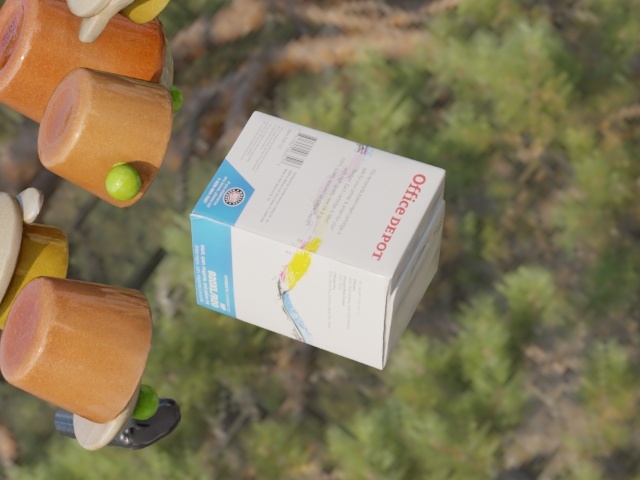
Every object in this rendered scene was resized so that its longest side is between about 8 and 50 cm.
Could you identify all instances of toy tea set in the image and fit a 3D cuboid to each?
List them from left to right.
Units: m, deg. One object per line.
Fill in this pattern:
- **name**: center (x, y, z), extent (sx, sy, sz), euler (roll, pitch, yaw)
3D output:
- **toy tea set**: center (-0.119, -0.034, 1.076), extent (0.200, 0.124, 0.336), euler (-26, 52, 51)

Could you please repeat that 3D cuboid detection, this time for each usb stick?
- **usb stick**: center (-0.229, 0.198, 2.063), extent (0.077, 0.045, 0.278), euler (-29, 8, -22)

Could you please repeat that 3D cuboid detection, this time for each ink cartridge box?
- **ink cartridge box**: center (0.000, 0.000, 2.042), extent (0.168, 0.233, 0.171), euler (91, -157, -50)
